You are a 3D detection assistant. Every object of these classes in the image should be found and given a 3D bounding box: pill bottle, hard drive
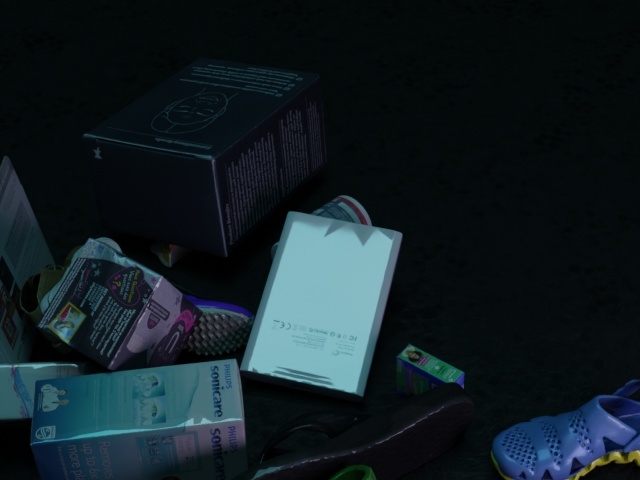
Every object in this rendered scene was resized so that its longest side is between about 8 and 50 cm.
[{"bbox_3d":[0.000,0.000,2.022,0.180,0.108,0.108,-33,49,-32],"label":"pill bottle"},{"bbox_3d":[0.006,0.108,1.862,0.210,0.040,0.319,11,60,9],"label":"hard drive"}]

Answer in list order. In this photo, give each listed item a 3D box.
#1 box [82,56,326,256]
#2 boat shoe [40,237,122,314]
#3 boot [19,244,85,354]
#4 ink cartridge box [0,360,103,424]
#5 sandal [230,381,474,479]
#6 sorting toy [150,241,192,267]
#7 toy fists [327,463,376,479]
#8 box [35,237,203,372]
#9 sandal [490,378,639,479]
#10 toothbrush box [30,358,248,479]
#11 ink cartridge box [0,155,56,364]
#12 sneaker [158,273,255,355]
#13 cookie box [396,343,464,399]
[{"bbox_3d":[-0.210,-0.175,2.108,0.293,0.212,0.395,13,35,27],"label":"box"},{"bbox_3d":[-0.378,0.057,1.823,0.095,0.084,0.258,41,26,-14],"label":"boat shoe"},{"bbox_3d":[-0.449,0.071,1.905,0.112,0.115,0.305,-41,22,14],"label":"boot"},{"bbox_3d":[-0.456,0.242,1.698,0.212,0.154,0.093,-4,77,-2],"label":"ink cartridge box"},{"bbox_3d":[0.028,0.313,1.613,0.445,0.168,0.107,-16,45,-31],"label":"sandal"},{"bbox_3d":[-0.288,0.009,2.083,0.075,0.045,0.083,9,37,42],"label":"sorting toy"},{"bbox_3d":[0.002,0.439,1.477,0.096,0.142,0.279,-6,26,49],"label":"toy fists"},{"bbox_3d":[-0.302,0.122,1.690,0.142,0.247,0.163,27,79,14],"label":"box"},{"bbox_3d":[0.410,0.285,1.648,0.317,0.138,0.126,-13,43,-10],"label":"sandal"},{"bbox_3d":[-0.254,0.302,1.587,0.295,0.216,0.126,-6,41,-7],"label":"toothbrush box"},{"bbox_3d":[-0.576,0.053,1.842,0.130,0.272,0.309,-7,39,5],"label":"ink cartridge box"},{"bbox_3d":[-0.254,0.115,1.898,0.293,0.102,0.146,1,39,3],"label":"sneaker"},{"bbox_3d":[0.177,0.230,1.755,0.107,0.092,0.040,25,49,28],"label":"cookie box"}]
